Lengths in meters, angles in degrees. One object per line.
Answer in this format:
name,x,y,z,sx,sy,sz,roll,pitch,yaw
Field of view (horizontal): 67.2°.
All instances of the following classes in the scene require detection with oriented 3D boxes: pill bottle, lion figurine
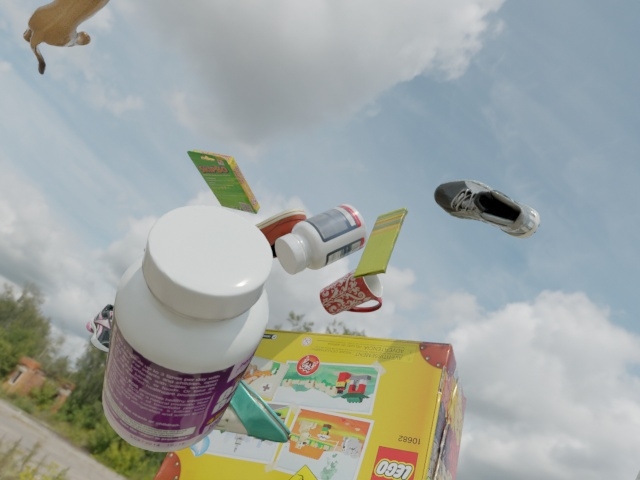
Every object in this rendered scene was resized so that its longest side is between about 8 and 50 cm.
pill bottle,-0.158,0.109,0.568,0.169,0.169,0.301,29,-50,2
pill bottle,0.000,0.000,1.015,0.108,0.180,0.108,37,-40,40
lion figurine,-0.509,-0.513,1.015,0.142,0.392,0.240,30,8,-28

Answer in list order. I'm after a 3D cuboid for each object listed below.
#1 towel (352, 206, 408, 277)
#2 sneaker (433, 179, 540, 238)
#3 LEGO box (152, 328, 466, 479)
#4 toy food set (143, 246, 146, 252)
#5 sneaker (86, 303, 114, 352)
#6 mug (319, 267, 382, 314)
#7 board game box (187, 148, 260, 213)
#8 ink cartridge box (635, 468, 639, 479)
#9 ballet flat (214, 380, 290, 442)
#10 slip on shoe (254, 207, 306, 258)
towel,0.163,0.006,1.284,0.102,0.237,0.021,-18,-56,41
sneaker,0.308,-0.081,0.948,0.228,0.086,0.132,25,5,38
LEGO box,-0.005,0.383,0.928,0.500,0.372,0.193,-1,-48,27
toy food set,-0.344,0.043,0.965,0.078,0.122,0.019,-34,-46,30
sneaker,-0.454,0.189,1.047,0.178,0.077,0.072,27,-9,44
mug,0.098,0.171,1.469,0.169,0.113,0.150,-30,-93,25
board game box,-0.264,-0.165,1.336,0.124,0.039,0.259,13,-23,19
ink cartridge box,0.464,0.368,0.492,0.273,0.115,0.198,13,-71,15
ballet flat,-0.156,0.235,0.740,0.247,0.087,0.083,44,-28,16
slip on shoe,-0.172,0.013,1.449,0.331,0.101,0.123,-27,-17,27
